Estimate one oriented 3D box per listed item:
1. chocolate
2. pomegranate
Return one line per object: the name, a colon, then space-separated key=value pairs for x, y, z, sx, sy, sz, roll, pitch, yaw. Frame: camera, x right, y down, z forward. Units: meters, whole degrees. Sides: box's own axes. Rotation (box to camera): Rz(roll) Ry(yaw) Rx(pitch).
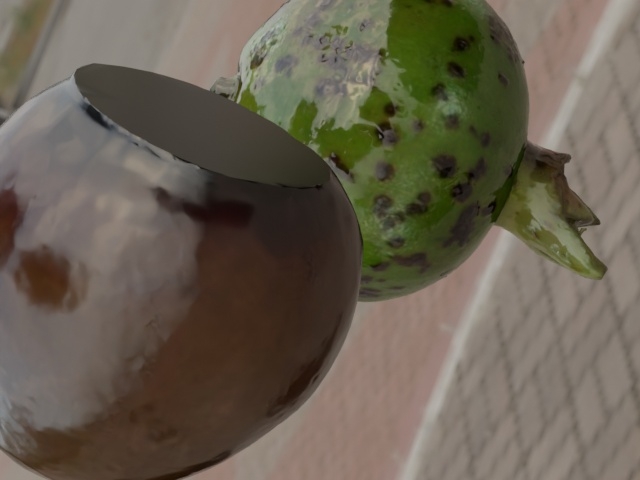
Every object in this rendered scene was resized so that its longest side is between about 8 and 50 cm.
chocolate: x=-0.071 y=0.022 z=0.733 sx=0.177 sy=0.177 sz=0.176 roll=-159 pitch=90 yaw=-75
pomegranate: x=0.060 y=-0.057 z=1.111 sx=0.211 sy=0.263 sz=0.211 roll=-162 pitch=90 yaw=-82
